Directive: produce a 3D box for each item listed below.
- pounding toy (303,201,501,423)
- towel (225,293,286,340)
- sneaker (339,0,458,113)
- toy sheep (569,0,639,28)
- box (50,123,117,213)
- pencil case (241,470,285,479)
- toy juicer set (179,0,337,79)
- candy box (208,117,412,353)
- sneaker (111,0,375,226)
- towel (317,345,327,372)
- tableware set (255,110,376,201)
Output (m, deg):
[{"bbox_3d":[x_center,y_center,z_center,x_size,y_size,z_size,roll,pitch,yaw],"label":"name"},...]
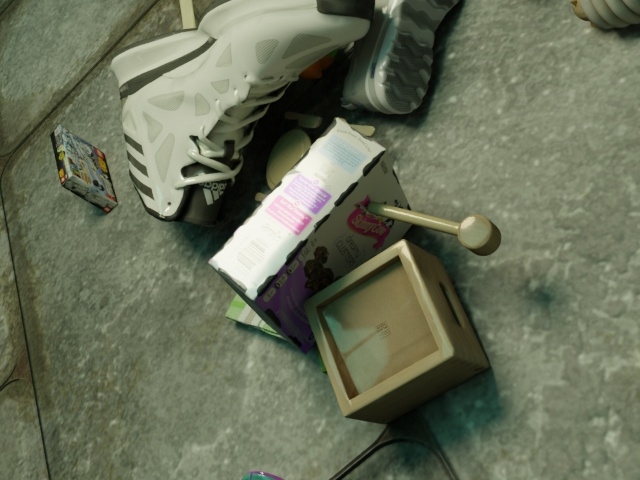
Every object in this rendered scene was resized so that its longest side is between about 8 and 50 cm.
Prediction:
[{"bbox_3d":[0.096,0.050,0.879,0.206,0.094,0.181,-33,60,21],"label":"pounding toy"},{"bbox_3d":[-0.040,0.060,1.057,0.152,0.023,0.113,11,67,50],"label":"towel"},{"bbox_3d":[0.089,-0.282,1.100,0.115,0.105,0.281,0,62,48],"label":"sneaker"},{"bbox_3d":[0.310,-0.260,0.906,0.132,0.091,0.091,-27,47,51],"label":"toy sheep"},{"bbox_3d":[-0.370,-0.112,1.405,0.027,0.094,0.137,-41,44,14],"label":"box"},{"bbox_3d":[-0.067,0.311,0.898,0.070,0.064,0.152,8,69,27],"label":"pencil case"},{"bbox_3d":[-0.084,-0.293,1.285,0.328,0.089,0.209,4,85,38],"label":"toy juicer set"},{"bbox_3d":[0.000,0.000,0.930,0.070,0.165,0.196,36,80,29],"label":"candy box"},{"bbox_3d":[-0.096,-0.153,1.135,0.447,0.169,0.258,-10,85,45],"label":"sneaker"},{"bbox_3d":[0.032,0.106,0.978,0.083,0.009,0.060,-27,50,28],"label":"towel"},{"bbox_3d":[0.001,-0.086,1.105,0.194,0.039,0.128,21,91,52],"label":"tableware set"}]
